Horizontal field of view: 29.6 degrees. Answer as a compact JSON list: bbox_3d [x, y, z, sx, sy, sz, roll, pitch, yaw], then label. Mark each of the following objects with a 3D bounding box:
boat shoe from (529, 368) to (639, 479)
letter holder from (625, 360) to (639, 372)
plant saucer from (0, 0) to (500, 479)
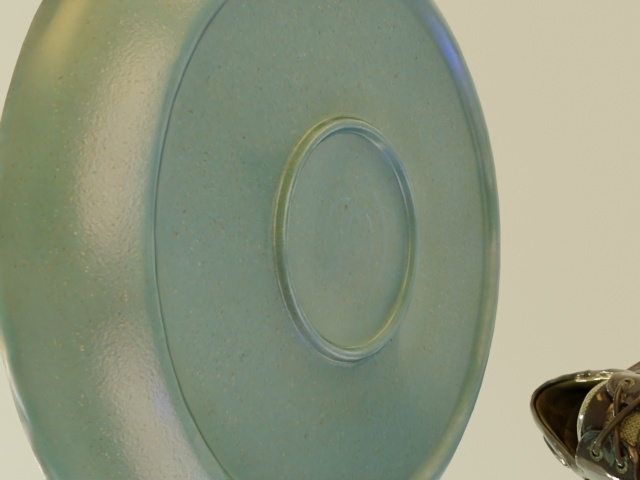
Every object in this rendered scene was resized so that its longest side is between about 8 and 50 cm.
[{"bbox_3d":[0.171,0.108,0.653,0.073,0.223,0.080,29,-98,-6],"label":"boat shoe"},{"bbox_3d":[0.340,0.205,1.025,0.214,0.152,0.302,49,-50,-3],"label":"letter holder"},{"bbox_3d":[0.000,0.000,0.514,0.044,0.318,0.317,0,-85,37],"label":"plant saucer"}]
